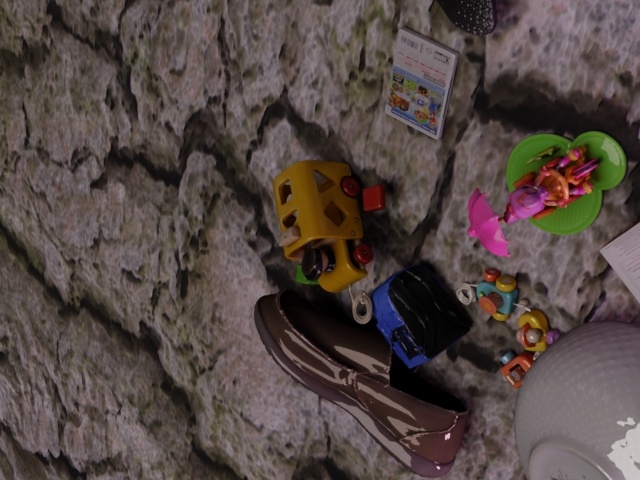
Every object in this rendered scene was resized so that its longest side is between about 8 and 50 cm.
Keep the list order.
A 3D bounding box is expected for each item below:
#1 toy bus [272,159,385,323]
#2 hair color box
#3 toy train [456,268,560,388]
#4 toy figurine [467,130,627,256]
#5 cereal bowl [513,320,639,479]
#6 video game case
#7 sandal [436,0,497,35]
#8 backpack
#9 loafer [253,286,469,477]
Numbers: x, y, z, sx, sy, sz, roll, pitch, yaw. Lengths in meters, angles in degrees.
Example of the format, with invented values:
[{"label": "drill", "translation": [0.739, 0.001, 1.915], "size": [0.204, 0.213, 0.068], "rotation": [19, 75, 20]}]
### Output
[{"label": "toy bus", "translation": [-0.005, -0.009, 1.601], "size": [0.202, 0.104, 0.191], "rotation": [37, 118, 52]}, {"label": "hair color box", "translation": [0.403, 0.048, 1.314], "size": [0.167, 0.053, 0.093], "rotation": [55, 139, 7]}, {"label": "toy train", "translation": [0.237, 0.121, 1.525], "size": [0.166, 0.046, 0.125], "rotation": [54, 139, 5]}, {"label": "toy figurine", "translation": [0.242, -0.045, 1.337], "size": [0.173, 0.159, 0.130], "rotation": [-30, 91, 48]}, {"label": "cereal bowl", "translation": [0.353, 0.274, 1.387], "size": [0.339, 0.141, 0.339], "rotation": [36, 143, 34]}, {"label": "video game case", "translation": [0.125, -0.197, 1.474], "size": [0.087, 0.011, 0.122], "rotation": [31, 132, 27]}, {"label": "sandal", "translation": [0.153, -0.305, 1.369], "size": [0.179, 0.040, 0.067], "rotation": [50, 135, 32]}, {"label": "backpack", "translation": [0.121, 0.102, 1.590], "size": [0.120, 0.098, 0.101], "rotation": [58, 143, 0]}, {"label": "loafer", "translation": [0.068, 0.176, 1.686], "size": [0.366, 0.134, 0.130], "rotation": [38, 112, 9]}]
